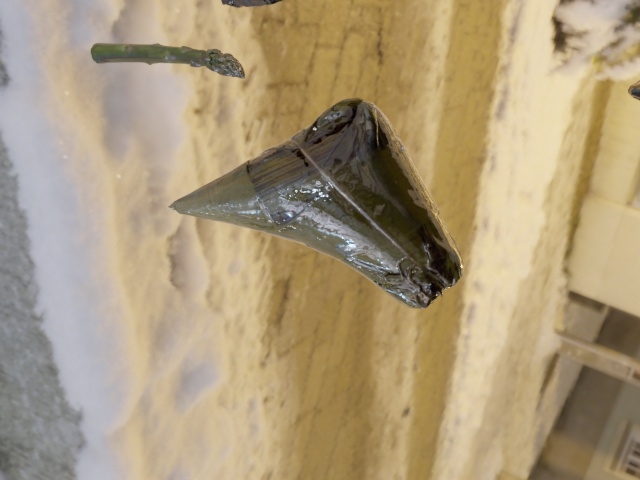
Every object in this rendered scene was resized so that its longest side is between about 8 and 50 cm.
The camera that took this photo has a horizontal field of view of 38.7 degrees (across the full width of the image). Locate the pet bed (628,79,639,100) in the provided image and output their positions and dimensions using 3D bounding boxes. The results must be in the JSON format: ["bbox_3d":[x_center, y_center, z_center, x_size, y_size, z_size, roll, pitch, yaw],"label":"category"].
[{"bbox_3d":[0.304,-0.072,0.564,0.211,0.183,0.159,-81,167,-77],"label":"pet bed"}]

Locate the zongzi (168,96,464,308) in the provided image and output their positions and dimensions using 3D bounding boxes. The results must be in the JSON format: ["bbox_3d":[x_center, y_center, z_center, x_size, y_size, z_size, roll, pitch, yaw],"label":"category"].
[{"bbox_3d":[0.000,0.000,1.152,0.299,0.274,0.145,-28,178,-1],"label":"zongzi"}]

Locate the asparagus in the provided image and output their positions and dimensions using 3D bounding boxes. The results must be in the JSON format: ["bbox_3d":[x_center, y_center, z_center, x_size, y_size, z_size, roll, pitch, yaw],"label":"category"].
[{"bbox_3d":[-0.088,-0.105,0.525,0.014,0.114,0.015,-37,129,-47],"label":"asparagus"}]

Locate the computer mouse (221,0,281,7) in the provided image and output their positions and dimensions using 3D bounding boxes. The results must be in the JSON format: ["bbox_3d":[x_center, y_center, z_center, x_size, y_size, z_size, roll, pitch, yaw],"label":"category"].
[{"bbox_3d":[-0.015,-0.376,1.048,0.295,0.168,0.087,-56,140,-5],"label":"computer mouse"}]
